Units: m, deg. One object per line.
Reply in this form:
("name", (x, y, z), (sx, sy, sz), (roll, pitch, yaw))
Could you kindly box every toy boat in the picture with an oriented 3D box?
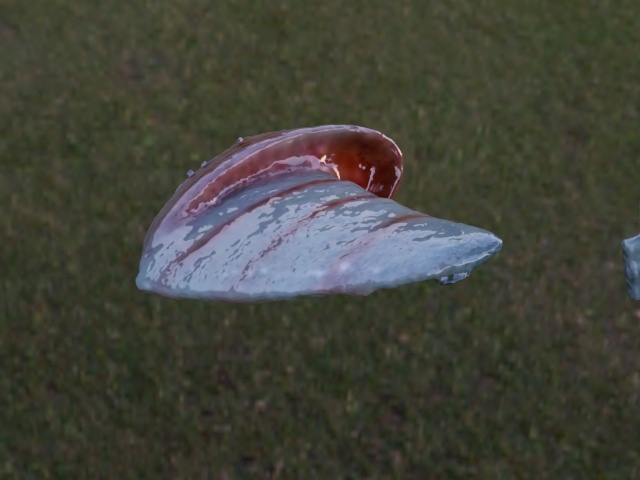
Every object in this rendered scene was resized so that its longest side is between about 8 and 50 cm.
("toy boat", (0.000, 0.000, 1.023), (0.206, 0.096, 0.282), (-25, 23, -22))

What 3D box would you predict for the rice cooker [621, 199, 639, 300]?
("rice cooker", (0.340, 0.004, 0.887), (0.316, 0.317, 0.264), (-11, 18, -16))
